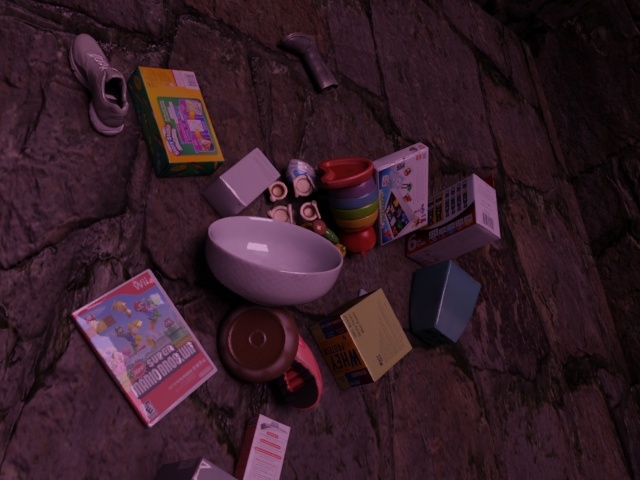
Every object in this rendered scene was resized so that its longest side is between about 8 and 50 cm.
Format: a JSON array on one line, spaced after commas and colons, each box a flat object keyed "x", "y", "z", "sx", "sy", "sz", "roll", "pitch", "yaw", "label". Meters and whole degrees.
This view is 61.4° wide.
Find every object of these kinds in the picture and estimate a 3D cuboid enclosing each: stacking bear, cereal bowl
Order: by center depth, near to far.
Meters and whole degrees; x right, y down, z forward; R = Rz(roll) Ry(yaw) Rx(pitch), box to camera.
[{"x": -0.122, "y": 0.065, "z": 1.334, "sx": 0.338, "sy": 0.141, "sz": 0.339, "roll": 13, "pitch": 19, "yaw": -5, "label": "cereal bowl"}, {"x": 0.100, "y": -0.090, "z": 1.639, "sx": 0.175, "sy": 0.164, "sz": 0.289, "roll": -98, "pitch": 178, "yaw": -61, "label": "stacking bear"}]

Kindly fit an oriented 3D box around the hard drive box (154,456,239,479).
[{"x": -0.203, "y": 0.532, "z": 1.062, "sx": 0.232, "sy": 0.181, "sz": 0.089, "roll": 42, "pitch": 46, "yaw": -19, "label": "hard drive box"}]

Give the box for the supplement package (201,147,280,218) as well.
[{"x": -0.213, "y": -0.152, "z": 1.461, "sx": 0.105, "sy": 0.105, "sz": 0.179, "roll": 50, "pitch": 44, "yaw": -10, "label": "supplement package"}]

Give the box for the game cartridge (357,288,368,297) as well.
[{"x": 0.148, "y": 0.194, "z": 1.674, "sx": 0.083, "sy": 0.017, "sz": 0.056, "roll": 36, "pitch": 53, "yaw": -23, "label": "game cartridge"}]

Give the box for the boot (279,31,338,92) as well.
[{"x": -0.038, "y": -0.620, "z": 1.897, "sx": 0.189, "sy": 0.076, "sz": 0.209, "roll": -19, "pitch": 89, "yaw": -44, "label": "boot"}]

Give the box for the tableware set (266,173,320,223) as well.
[{"x": -0.080, "y": -0.116, "z": 1.571, "sx": 0.168, "sy": 0.020, "sz": 0.141, "roll": -13, "pitch": 85, "yaw": -17, "label": "tableware set"}]

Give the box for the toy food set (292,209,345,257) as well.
[{"x": 0.000, "y": 0.000, "z": 1.599, "sx": 0.217, "sy": 0.071, "sz": 0.128, "roll": 38, "pitch": 48, "yaw": -22, "label": "toy food set"}]

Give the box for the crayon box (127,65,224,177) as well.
[{"x": -0.378, "y": -0.309, "z": 1.409, "sx": 0.165, "sy": 0.081, "sz": 0.279, "roll": -10, "pitch": 76, "yaw": -44, "label": "crayon box"}]

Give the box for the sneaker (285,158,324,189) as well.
[{"x": -0.015, "y": -0.187, "z": 1.687, "sx": 0.237, "sy": 0.085, "sz": 0.086, "roll": 12, "pitch": 87, "yaw": -42, "label": "sneaker"}]

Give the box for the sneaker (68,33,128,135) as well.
[{"x": -0.518, "y": -0.394, "z": 1.298, "sx": 0.099, "sy": 0.121, "sz": 0.263, "roll": -16, "pitch": 80, "yaw": -46, "label": "sneaker"}]

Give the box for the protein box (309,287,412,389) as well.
[{"x": 0.115, "y": 0.274, "z": 1.515, "sx": 0.201, "sy": 0.136, "sz": 0.200, "roll": -26, "pitch": 88, "yaw": -47, "label": "protein box"}]

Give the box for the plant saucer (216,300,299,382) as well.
[{"x": -0.150, "y": 0.236, "z": 1.282, "sx": 0.198, "sy": 0.036, "sz": 0.199, "roll": 0, "pitch": 75, "yaw": 0, "label": "plant saucer"}]

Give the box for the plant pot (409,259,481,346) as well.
[{"x": 0.401, "y": 0.220, "z": 1.789, "sx": 0.165, "sy": 0.165, "sz": 0.234, "roll": 36, "pitch": 55, "yaw": -23, "label": "plant pot"}]

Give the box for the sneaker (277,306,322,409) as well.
[{"x": -0.091, "y": 0.277, "z": 1.373, "sx": 0.314, "sy": 0.115, "sz": 0.136, "roll": 61, "pitch": 9, "yaw": 13, "label": "sneaker"}]

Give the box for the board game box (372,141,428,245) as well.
[{"x": 0.254, "y": -0.143, "z": 1.728, "sx": 0.192, "sy": 0.306, "sz": 0.053, "roll": -23, "pitch": 43, "yaw": -17, "label": "board game box"}]

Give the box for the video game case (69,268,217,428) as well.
[{"x": -0.376, "y": 0.227, "z": 1.175, "sx": 0.204, "sy": 0.025, "sz": 0.285, "roll": -37, "pitch": 95, "yaw": -46, "label": "video game case"}]

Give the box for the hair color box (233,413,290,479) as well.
[{"x": -0.135, "y": 0.497, "z": 1.233, "sx": 0.093, "sy": 0.053, "sz": 0.167, "roll": 33, "pitch": 52, "yaw": -24, "label": "hair color box"}]

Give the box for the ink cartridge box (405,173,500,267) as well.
[{"x": 0.451, "y": -0.087, "z": 1.883, "sx": 0.130, "sy": 0.309, "sz": 0.272, "roll": 27, "pitch": 52, "yaw": -29, "label": "ink cartridge box"}]
